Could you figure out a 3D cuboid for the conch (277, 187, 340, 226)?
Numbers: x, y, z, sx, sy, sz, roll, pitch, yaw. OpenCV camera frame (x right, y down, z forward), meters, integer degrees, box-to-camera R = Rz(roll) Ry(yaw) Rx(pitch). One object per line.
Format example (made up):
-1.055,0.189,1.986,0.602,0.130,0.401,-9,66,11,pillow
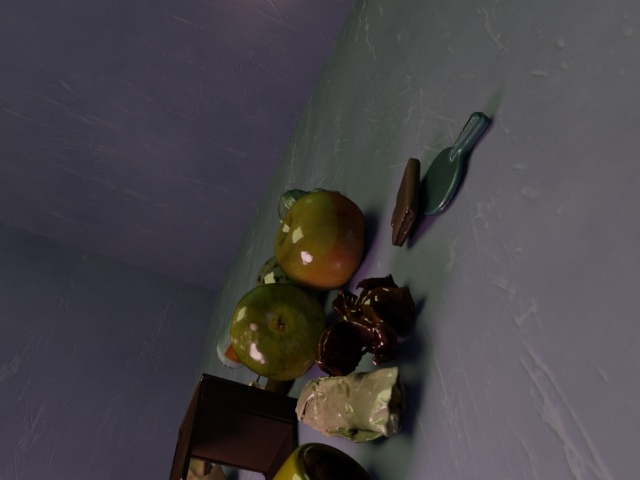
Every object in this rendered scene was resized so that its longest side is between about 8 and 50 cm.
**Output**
-0.047,-0.056,1.481,0.277,0.195,0.220,-44,55,9,conch

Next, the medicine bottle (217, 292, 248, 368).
-0.256,0.322,1.724,0.318,0.158,0.158,126,159,-44,medicine bottle

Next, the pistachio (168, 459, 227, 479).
-0.372,0.768,1.481,0.213,0.194,0.318,-63,1,-22,pistachio

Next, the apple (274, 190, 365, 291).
0.000,0.000,1.167,0.261,0.194,0.260,-160,90,-74,apple

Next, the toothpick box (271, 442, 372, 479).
-0.029,0.445,0.730,0.271,0.175,0.175,-64,15,9,toothpick box

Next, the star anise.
0.071,0.153,0.833,0.190,0.125,0.220,-15,26,39,star anise

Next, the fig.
-0.087,0.210,1.185,0.314,0.233,0.233,-4,-64,-79,fig

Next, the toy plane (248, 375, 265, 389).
-0.227,0.529,1.473,0.229,0.092,0.244,-4,-66,-85,toy plane

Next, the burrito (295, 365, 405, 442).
0.039,0.291,0.867,0.392,0.076,0.117,141,145,-62,burrito

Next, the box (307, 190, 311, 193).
-0.021,-0.119,1.630,0.069,0.084,0.122,-59,16,3,box

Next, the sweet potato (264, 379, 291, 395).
-0.130,0.415,1.347,0.233,0.062,0.081,-65,-3,28,sweet potato

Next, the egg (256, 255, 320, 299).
-0.080,0.114,1.345,0.177,0.177,0.228,-64,-5,19,egg

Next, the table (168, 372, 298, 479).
-0.196,0.494,1.103,0.282,0.251,0.196,-98,32,-63,table

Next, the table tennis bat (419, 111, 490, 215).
0.227,-0.132,0.853,0.124,0.033,0.201,-91,24,-53,table tennis bat

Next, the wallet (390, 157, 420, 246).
0.166,-0.071,0.936,0.118,0.039,0.152,104,178,-49,wallet
